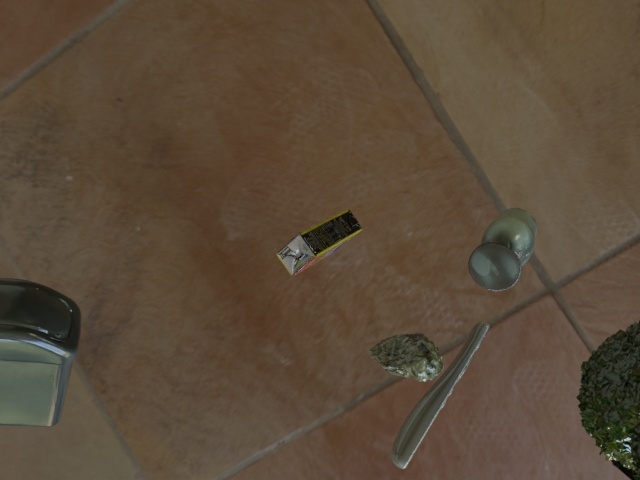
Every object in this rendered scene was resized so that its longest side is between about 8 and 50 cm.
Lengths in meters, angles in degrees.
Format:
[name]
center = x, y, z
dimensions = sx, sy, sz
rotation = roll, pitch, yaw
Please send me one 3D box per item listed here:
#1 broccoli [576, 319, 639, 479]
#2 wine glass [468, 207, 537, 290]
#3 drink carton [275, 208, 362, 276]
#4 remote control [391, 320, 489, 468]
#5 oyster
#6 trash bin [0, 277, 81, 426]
[broccoli]
center = 0.342, 0.149, 0.525
dimensions = 0.321, 0.304, 0.283
rotation = -7, 94, 16
[wine glass]
center = 0.326, 0.009, 1.405
dimensions = 0.093, 0.202, 0.093
rotation = 9, 112, 21
[drink carton]
center = 0.000, 0.000, 1.391
dimensions = 0.071, 0.165, 0.056
rotation = -37, 85, 35
[remote control]
center = 0.129, 0.167, 0.884
dimensions = 0.027, 0.050, 0.184
rotation = 33, 77, 5
[oyster]
center = 0.165, 0.213, 1.474
dimensions = 0.177, 0.125, 0.064
rotation = 17, 121, 52
[trash bin]
center = -0.427, 0.158, 1.100
dimensions = 0.176, 0.101, 0.236
rotation = 6, 135, -19
